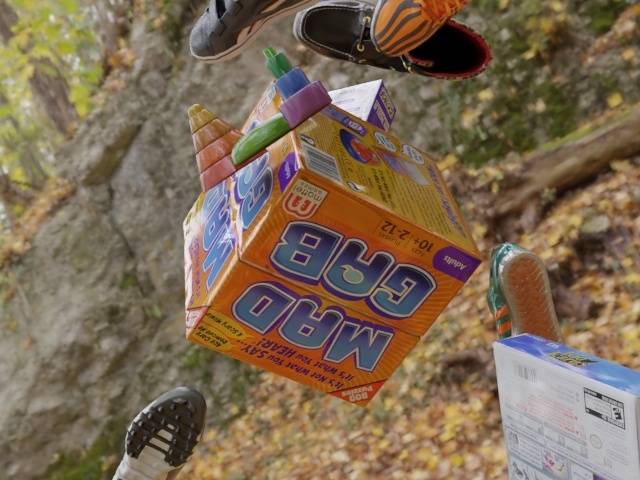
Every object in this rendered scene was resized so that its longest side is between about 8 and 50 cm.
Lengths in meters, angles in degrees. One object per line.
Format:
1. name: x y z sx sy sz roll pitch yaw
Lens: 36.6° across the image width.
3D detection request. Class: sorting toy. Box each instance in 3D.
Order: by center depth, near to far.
1. sorting toy: -0.110 -0.181 1.383 0.127 0.126 0.365 -36 4 -28

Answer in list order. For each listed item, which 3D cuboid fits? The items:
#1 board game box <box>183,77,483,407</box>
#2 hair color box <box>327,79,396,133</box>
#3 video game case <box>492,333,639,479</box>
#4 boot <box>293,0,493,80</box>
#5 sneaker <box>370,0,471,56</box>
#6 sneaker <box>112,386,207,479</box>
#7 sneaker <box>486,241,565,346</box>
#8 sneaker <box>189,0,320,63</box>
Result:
1. board game box: 0.000 0.000 1.692 0.356 0.357 0.356 24 -64 -23
2. hair color box: 0.048 -0.229 2.309 0.185 0.110 0.339 -8 42 30
3. video game case: 0.308 0.256 1.129 0.061 0.245 0.269 -11 11 -21
4. boot: 0.150 -0.411 1.986 0.377 0.138 0.284 13 10 -16
5. sneaker: 0.226 -0.437 1.665 0.321 0.124 0.180 -46 23 5
6. sneaker: -0.182 0.230 1.135 0.234 0.078 0.106 -61 2 38
7. sneaker: 0.367 0.144 1.752 0.108 0.302 0.121 -12 18 -5
8. sneaker: -0.140 -0.444 1.772 0.321 0.126 0.127 -27 -29 27
